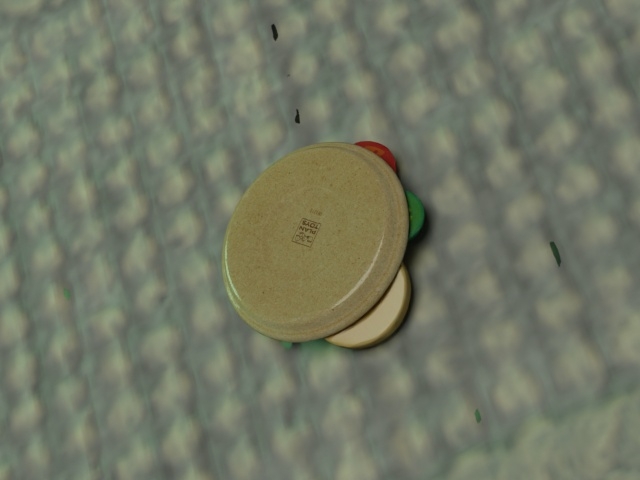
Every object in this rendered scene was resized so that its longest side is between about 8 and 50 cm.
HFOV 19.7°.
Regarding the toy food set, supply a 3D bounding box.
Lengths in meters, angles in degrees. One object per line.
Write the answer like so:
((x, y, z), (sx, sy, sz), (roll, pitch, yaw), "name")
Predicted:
((0.000, 0.000, 0.695), (0.083, 0.020, 0.082), (0, 70, 32), "toy food set")
